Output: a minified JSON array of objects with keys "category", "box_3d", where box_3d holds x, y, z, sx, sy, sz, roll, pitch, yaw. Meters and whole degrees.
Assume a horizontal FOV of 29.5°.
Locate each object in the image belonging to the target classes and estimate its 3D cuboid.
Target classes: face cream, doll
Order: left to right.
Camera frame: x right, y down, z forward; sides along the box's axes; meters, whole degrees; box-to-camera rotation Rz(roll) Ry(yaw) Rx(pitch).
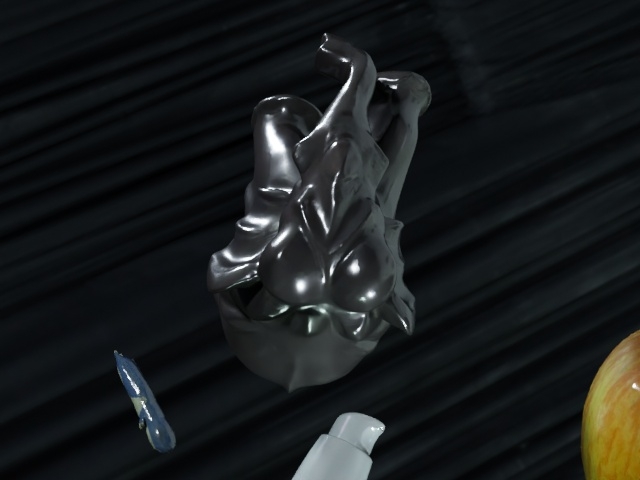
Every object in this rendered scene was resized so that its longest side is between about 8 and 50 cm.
[{"category":"doll","box_3d":[-0.183,0.166,1.256,0.125,0.027,0.037,57,179,23]},{"category":"face cream","box_3d":[-0.023,0.247,0.946,0.101,0.252,0.101,25,160,10]}]

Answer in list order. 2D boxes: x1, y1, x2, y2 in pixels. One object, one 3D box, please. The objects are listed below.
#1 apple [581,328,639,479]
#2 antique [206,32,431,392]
[{"category":"apple","box_3d":[0.379,0.204,1.084,0.301,0.301,0.301,52,158,32]},{"category":"antique","box_3d":[0.000,0.000,1.114,0.322,0.185,0.255,106,176,-52]}]
